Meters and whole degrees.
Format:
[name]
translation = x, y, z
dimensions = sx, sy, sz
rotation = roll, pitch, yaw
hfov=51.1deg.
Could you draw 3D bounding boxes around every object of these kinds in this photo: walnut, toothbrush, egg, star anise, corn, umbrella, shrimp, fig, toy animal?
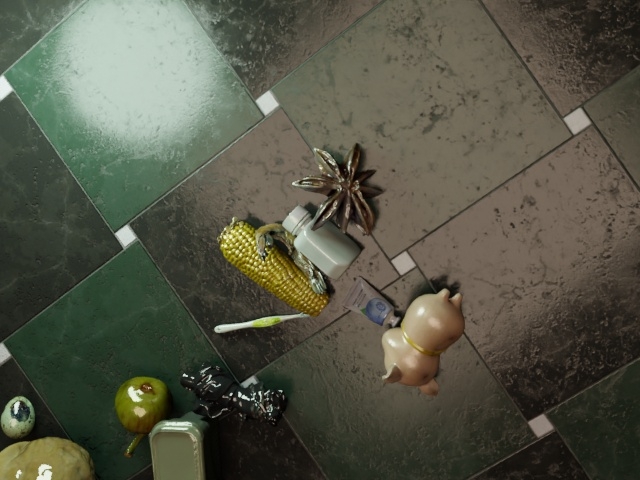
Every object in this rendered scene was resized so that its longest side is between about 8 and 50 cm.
[walnut]
translation = -0.711, 0.640, 1.696
dimensions = 0.285, 0.285, 0.296
rotation = 45, 111, 2
[toothbrush]
translation = -0.140, 0.201, 1.660
dimensions = 0.262, 0.026, 0.022
rotation = -11, 95, 15
[egg]
translation = -0.804, 0.471, 1.784
dimensions = 0.085, 0.085, 0.110
rotation = 8, 89, 9
[star anise]
translation = 0.048, -0.110, 1.532
dimensions = 0.236, 0.093, 0.229
rotation = 46, 76, -7
[corn]
translation = -0.113, 0.071, 1.597
dimensions = 0.305, 0.106, 0.106
rotation = 40, 102, 0
[umbrella]
translation = -0.218, 0.385, 1.653
dimensions = 0.272, 0.110, 0.122
rotation = 16, 108, 8
[shrimp]
translation = -0.067, 0.039, 1.540
dimensions = 0.046, 0.152, 0.219
rotation = -52, 60, 31
[fig]
translation = -0.441, 0.436, 1.698
dimensions = 0.142, 0.148, 0.186
rotation = -6, 135, -3
[toy animal]
translation = 0.239, 0.218, 1.522
dimensions = 0.165, 0.149, 0.248
rotation = 21, 103, -18

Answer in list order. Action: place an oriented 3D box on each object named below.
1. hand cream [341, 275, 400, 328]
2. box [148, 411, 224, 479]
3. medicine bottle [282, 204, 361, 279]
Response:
[hand cream]
translation = 0.126, 0.158, 1.595
dimensions = 0.142, 0.053, 0.084
rotation = 34, 103, 15
[box]
translation = -0.323, 0.553, 1.658
dimensions = 0.138, 0.178, 0.274
rotation = -1, 97, 10
[medicine bottle]
translation = 0.000, 0.000, 1.555
dimensions = 0.183, 0.119, 0.069
rotation = 42, 126, 2
